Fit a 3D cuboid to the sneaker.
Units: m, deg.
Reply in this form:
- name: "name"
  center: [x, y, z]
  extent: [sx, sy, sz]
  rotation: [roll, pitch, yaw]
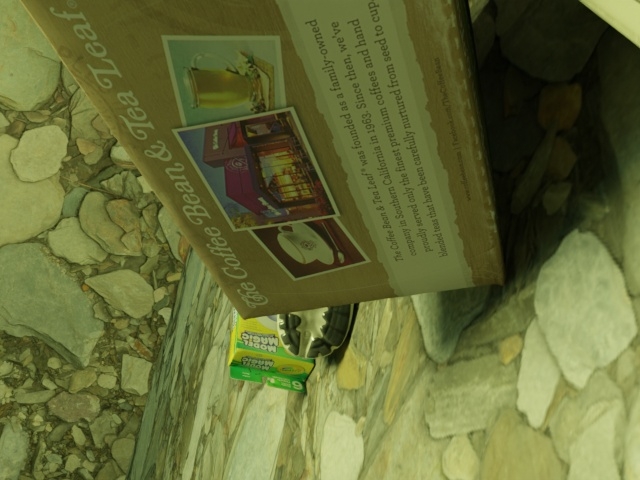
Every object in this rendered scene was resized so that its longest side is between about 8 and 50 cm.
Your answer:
- name: "sneaker"
  center: [0.000, 0.000, 0.899]
  extent: [0.110, 0.107, 0.275]
  rotation: [-163, 88, -85]

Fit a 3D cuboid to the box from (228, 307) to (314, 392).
- name: "box"
  center: [-0.063, 0.112, 0.999]
  extent: [0.179, 0.105, 0.043]
  rotation: [-92, 21, -46]

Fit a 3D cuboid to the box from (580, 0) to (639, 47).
- name: "box"
  center: [0.179, -0.186, 0.371]
  extent: [0.311, 0.121, 0.148]
  rotation: [-98, 26, -56]

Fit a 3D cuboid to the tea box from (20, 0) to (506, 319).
- name: "tea box"
  center: [-0.005, -0.168, 0.560]
  extent: [0.329, 0.220, 0.323]
  rotation: [64, -157, -48]
